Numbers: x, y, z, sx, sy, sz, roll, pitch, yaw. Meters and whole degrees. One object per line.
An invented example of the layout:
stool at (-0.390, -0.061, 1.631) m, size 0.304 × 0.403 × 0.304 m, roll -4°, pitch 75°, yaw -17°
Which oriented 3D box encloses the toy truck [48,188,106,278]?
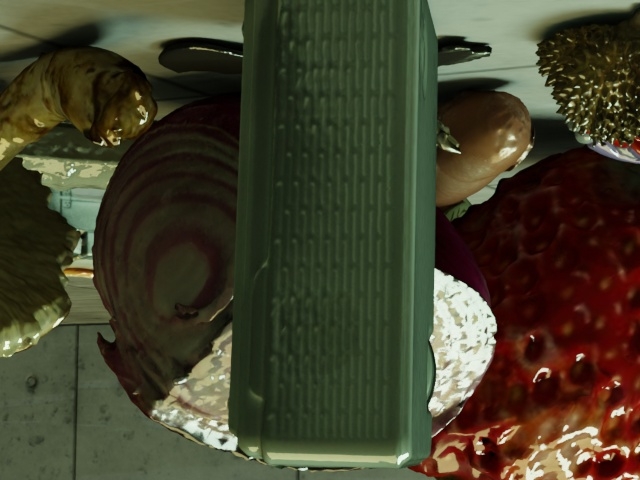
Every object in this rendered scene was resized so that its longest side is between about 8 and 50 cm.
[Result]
toy truck at (-0.211, -0.023, 1.550) m, size 0.270 × 0.114 × 0.135 m, roll 4°, pitch 169°, yaw -28°

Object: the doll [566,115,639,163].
doll at (0.273, -0.062, 1.329) m, size 0.227 × 0.075 × 0.102 m, roll 15°, pitch 158°, yaw -28°

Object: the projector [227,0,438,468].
projector at (0.010, -0.006, 1.031) m, size 0.099 × 0.256 × 0.192 m, roll 0°, pitch 174°, yaw 8°

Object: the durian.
durian at (0.182, -0.091, 1.117) m, size 0.110 × 0.071 × 0.140 m, roll 0°, pitch 169°, yaw 5°

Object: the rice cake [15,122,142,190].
rice cake at (-0.229, -0.064, 1.420) m, size 0.256 × 0.057 × 0.052 m, roll 4°, pitch -157°, yaw -21°

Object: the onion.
onion at (-0.019, 0.017, 1.313) m, size 0.272 × 0.230 × 0.256 m, roll -32°, pitch 131°, yaw 3°

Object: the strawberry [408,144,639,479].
strawberry at (0.192, 0.083, 1.471) m, size 0.292 × 0.291 × 0.310 m, roll 7°, pitch 146°, yaw -45°

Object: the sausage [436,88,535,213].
sausage at (0.086, -0.057, 1.407) m, size 0.078 × 0.078 × 0.304 m, roll 2°, pitch 175°, yaw -10°

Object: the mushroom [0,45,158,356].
mushroom at (-0.204, -0.045, 1.252) m, size 0.302 × 0.233 × 0.208 m, roll -18°, pitch 133°, yaw 15°

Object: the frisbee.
frisbee at (0.025, -0.110, 1.209) m, size 0.187 × 0.012 × 0.211 m, roll -5°, pitch 172°, yaw 31°

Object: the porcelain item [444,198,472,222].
porcelain item at (0.059, 0.061, 1.694) m, size 0.253 × 0.253 × 0.253 m, roll 0°, pitch 174°, yaw 0°
